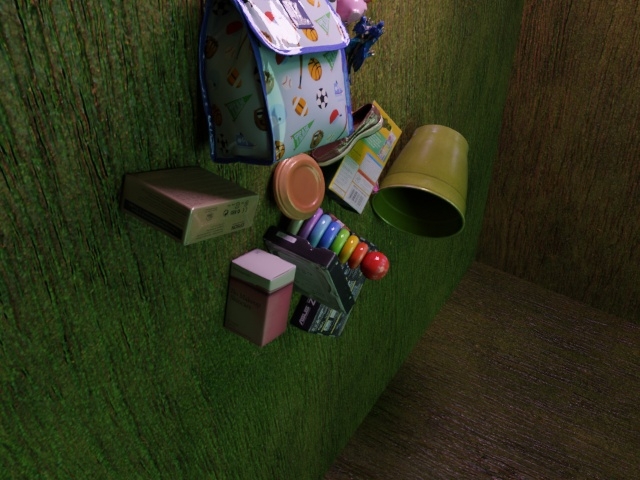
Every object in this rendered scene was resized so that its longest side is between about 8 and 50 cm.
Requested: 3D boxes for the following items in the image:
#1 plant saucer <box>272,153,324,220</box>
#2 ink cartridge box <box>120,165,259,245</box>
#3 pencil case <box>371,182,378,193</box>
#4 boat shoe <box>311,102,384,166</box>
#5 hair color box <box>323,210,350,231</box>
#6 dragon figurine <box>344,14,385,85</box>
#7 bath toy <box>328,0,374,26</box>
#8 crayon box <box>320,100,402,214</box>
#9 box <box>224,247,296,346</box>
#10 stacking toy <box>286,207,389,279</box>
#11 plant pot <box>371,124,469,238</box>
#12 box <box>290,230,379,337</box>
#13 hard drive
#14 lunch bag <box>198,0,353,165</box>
[{"bbox_3d":[-0.054,-0.158,1.892,0.200,0.037,0.199,0,91,-46],"label":"plant saucer"},{"bbox_3d":[-0.282,-0.084,1.419,0.235,0.193,0.088,-20,130,-57],"label":"ink cartridge box"},{"bbox_3d":[0.192,-0.276,2.311,0.098,0.095,0.209,4,112,-31],"label":"pencil case"},{"bbox_3d":[0.070,-0.332,1.978,0.257,0.095,0.095,-38,138,-8],"label":"boat shoe"},{"bbox_3d":[0.003,-0.004,2.108,0.167,0.093,0.053,-48,144,-1],"label":"hair color box"},{"bbox_3d":[0.103,-0.548,1.869,0.144,0.085,0.289,-52,-179,-41],"label":"dragon figurine"},{"bbox_3d":[0.058,-0.626,1.705,0.348,0.129,0.151,-48,149,-36],"label":"bath toy"},{"bbox_3d":[0.125,-0.275,2.131,0.203,0.083,0.322,36,79,-48],"label":"crayon box"},{"bbox_3d":[-0.178,0.165,1.888,0.127,0.149,0.232,-29,135,-52],"label":"box"},{"bbox_3d":[0.064,0.012,1.997,0.141,0.330,0.141,-60,176,-7],"label":"stacking toy"},{"bbox_3d":[0.424,-0.251,2.544,0.366,0.367,0.352,65,40,-58],"label":"plant pot"},{"bbox_3d":[0.065,0.163,2.429,0.318,0.097,0.394,24,90,-63],"label":"box"},{"bbox_3d":[-0.030,0.100,2.023,0.064,0.237,0.339,-57,154,-19],"label":"hard drive"},{"bbox_3d":[-0.096,-0.393,1.479,0.328,0.239,0.385,-28,117,-49],"label":"lunch bag"}]
